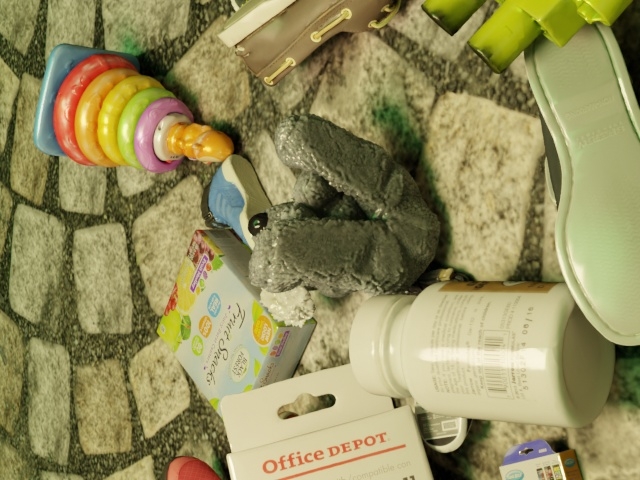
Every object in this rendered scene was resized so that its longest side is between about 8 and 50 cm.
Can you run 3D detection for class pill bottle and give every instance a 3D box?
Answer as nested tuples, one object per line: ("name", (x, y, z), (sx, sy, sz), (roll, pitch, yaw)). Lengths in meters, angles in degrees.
("pill bottle", (0.148, 0.103, 1.043), (0.229, 0.131, 0.131), (-1, 91, 38))

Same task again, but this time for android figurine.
("android figurine", (0.212, -0.276, 0.956), (0.273, 0.056, 0.248), (-46, 42, 10))

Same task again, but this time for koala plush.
("koala plush", (0.000, 0.000, 1.219), (0.221, 0.203, 0.196), (-34, 42, 60))

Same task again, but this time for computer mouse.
("computer mouse", (0.128, 0.127, 1.167), (0.106, 0.042, 0.193), (-17, 74, 44))

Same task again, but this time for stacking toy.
("stacking toy", (-0.234, -0.156, 1.511), (0.301, 0.175, 0.166), (21, 103, 32))

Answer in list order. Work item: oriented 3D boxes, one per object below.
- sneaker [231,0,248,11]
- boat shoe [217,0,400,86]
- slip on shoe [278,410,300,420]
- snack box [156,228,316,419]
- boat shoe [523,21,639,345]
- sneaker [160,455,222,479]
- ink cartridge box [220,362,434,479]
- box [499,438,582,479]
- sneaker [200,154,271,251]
("sneaker", (-0.085, -0.293, 1.400), (0.035, 0.031, 0.083), (-37, 68, 29))
("boat shoe", (0.029, -0.273, 1.213), (0.324, 0.117, 0.097), (-25, 114, 34))
("slip on shoe", (0.016, 0.351, 1.270), (0.101, 0.123, 0.331), (-27, 67, 18))
("snack box", (-0.114, 0.112, 1.424), (0.207, 0.070, 0.175), (45, 123, 36))
("boat shoe", (0.256, -0.058, 0.973), (0.114, 0.091, 0.303), (-10, 82, 20))
("sneaker", (-0.086, 0.387, 1.400), (0.136, 0.116, 0.314), (-49, 63, 27))
("ink cartridge box", (0.023, 0.304, 1.156), (0.119, 0.207, 0.354), (94, 160, -74))
("box", (0.224, 0.263, 1.073), (0.081, 0.028, 0.136), (-27, 69, 47))
("sneaker", (-0.108, -0.028, 1.414), (0.084, 0.058, 0.152), (-46, 55, 34))
